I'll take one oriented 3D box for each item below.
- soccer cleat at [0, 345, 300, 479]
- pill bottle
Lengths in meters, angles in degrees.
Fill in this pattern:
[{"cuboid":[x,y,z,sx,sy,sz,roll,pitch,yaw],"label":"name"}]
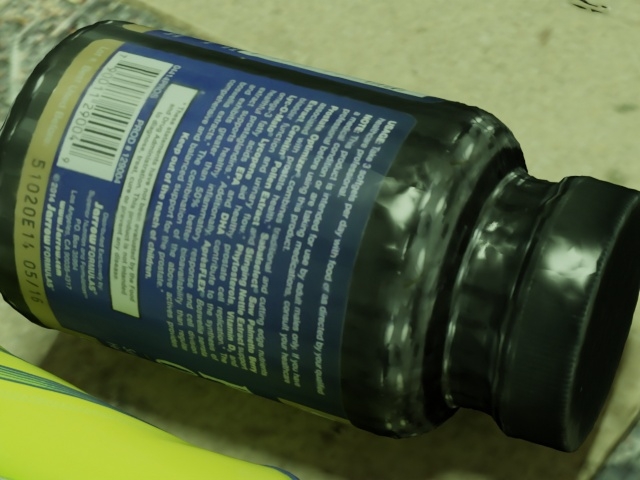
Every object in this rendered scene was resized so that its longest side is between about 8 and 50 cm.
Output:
[{"cuboid":[-0.075,0.097,0.562,0.289,0.093,0.121,33,33,34],"label":"soccer cleat"},{"cuboid":[0.000,0.000,0.585,0.219,0.122,0.122,16,57,20],"label":"pill bottle"}]
